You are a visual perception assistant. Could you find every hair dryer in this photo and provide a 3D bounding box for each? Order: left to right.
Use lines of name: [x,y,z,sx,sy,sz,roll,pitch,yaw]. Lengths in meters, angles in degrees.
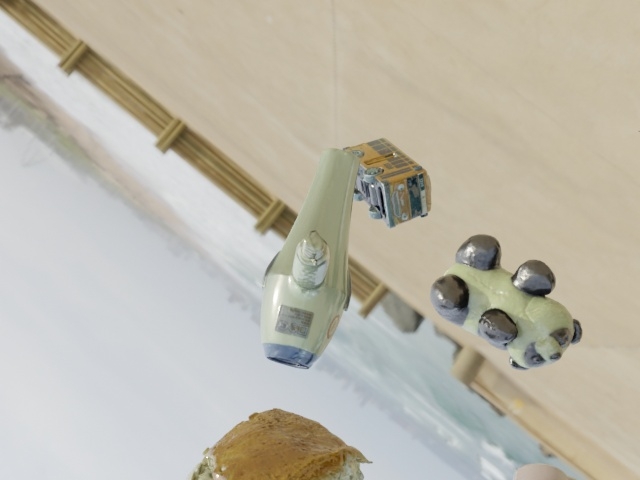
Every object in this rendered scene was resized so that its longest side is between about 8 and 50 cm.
hair dryer: [0.004,-0.018,1.072,0.119,0.296,0.298,14,144,-1]

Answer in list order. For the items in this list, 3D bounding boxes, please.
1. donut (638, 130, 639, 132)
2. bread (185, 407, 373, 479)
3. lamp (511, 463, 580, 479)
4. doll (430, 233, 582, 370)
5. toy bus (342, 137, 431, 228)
donut: [0.683,-0.223,1.651,0.065,0.117,0.166,68,-162,7]
bread: [-0.095,0.416,1.340,0.279,0.225,0.250,-7,-164,-40]
lamp: [0.406,0.423,1.180,0.301,0.247,0.247,11,-176,12]
doll: [0.275,0.098,1.270,0.234,0.143,0.135,30,161,36]
toy bus: [0.112,-0.099,1.408,0.182,0.103,0.091,-129,24,-58]
